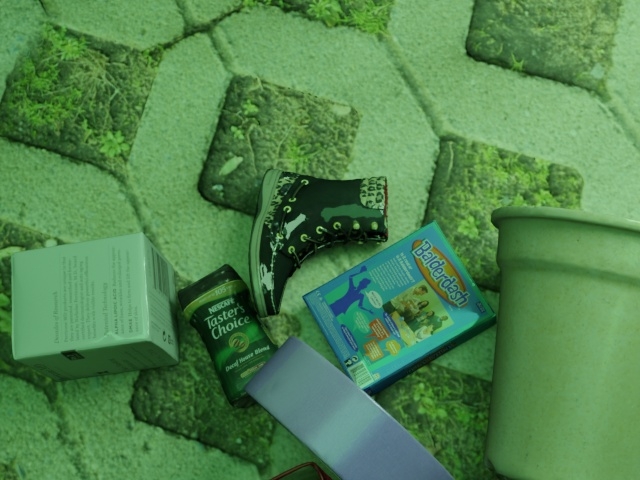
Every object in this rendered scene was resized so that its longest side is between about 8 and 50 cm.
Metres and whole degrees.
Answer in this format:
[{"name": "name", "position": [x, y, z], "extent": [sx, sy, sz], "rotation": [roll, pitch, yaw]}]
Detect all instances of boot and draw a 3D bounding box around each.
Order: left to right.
[{"name": "boot", "position": [0.000, -0.002, 1.503], "extent": [0.179, 0.085, 0.236], "rotation": [0, 52, 7]}]

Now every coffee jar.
[{"name": "coffee jar", "position": [-0.117, 0.126, 1.498], "extent": [0.096, 0.079, 0.184], "rotation": [-30, 68, -2]}]

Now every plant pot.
[{"name": "plant pot", "position": [0.333, 0.149, 1.316], "extent": [0.334, 0.334, 0.305], "rotation": [13, 85, 13]}]

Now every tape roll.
[{"name": "tape roll", "position": [0.036, 0.237, 1.329], "extent": [0.275, 0.275, 0.090], "rotation": [40, 82, 19]}]

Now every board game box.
[{"name": "board game box", "position": [0.105, 0.093, 1.491], "extent": [0.210, 0.047, 0.160], "rotation": [-29, 68, -1]}]

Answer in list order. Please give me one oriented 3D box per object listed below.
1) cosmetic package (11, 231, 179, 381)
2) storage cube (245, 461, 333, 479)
[{"name": "cosmetic package", "position": [-0.301, 0.093, 1.501], "extent": [0.184, 0.151, 0.151], "rotation": [-10, 70, 7]}, {"name": "storage cube", "position": [-0.037, 0.395, 1.329], "extent": [0.184, 0.193, 0.215], "rotation": [-25, 68, 0]}]
